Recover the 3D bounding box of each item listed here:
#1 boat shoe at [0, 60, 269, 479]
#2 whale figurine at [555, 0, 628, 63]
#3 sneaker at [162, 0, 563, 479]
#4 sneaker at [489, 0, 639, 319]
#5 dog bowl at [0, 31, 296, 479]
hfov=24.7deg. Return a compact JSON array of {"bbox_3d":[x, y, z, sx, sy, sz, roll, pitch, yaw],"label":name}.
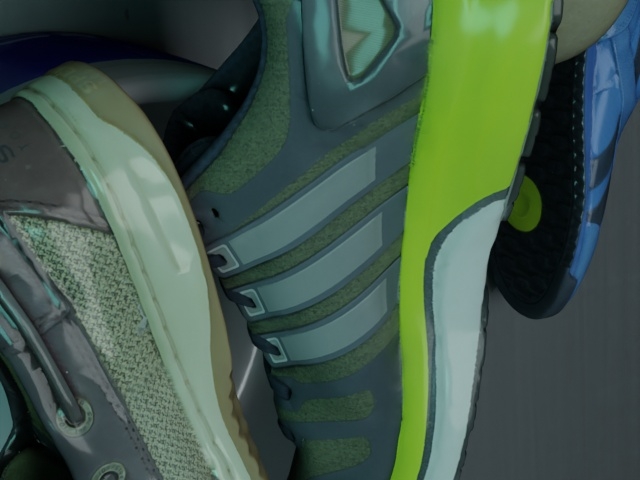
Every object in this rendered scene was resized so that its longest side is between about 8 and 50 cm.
[{"bbox_3d":[-0.072,0.083,0.504,0.092,0.103,0.285,-24,117,-22],"label":"boat shoe"},{"bbox_3d":[0.042,-0.192,0.568,0.141,0.216,0.272,-11,127,-5],"label":"whale figurine"},{"bbox_3d":[0.000,0.000,0.531,0.121,0.111,0.300,7,117,-3],"label":"sneaker"},{"bbox_3d":[0.139,-0.060,0.766,0.082,0.069,0.209,-12,113,-38],"label":"sneaker"},{"bbox_3d":[-0.096,0.050,0.603,0.265,0.104,0.265,-15,116,-33],"label":"dog bowl"}]
